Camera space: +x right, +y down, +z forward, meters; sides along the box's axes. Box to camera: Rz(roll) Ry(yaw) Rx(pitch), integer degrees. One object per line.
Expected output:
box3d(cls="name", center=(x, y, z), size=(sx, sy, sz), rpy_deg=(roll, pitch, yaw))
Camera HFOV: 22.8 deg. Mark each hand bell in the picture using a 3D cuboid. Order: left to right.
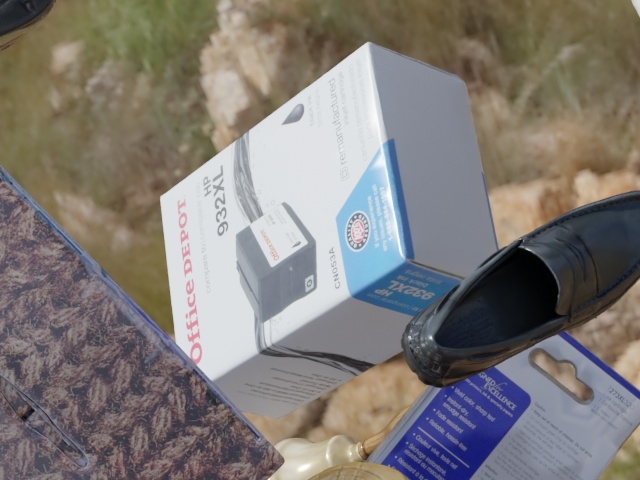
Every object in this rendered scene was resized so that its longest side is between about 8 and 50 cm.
box3d(cls="hand bell", center=(0.059, 0.233, 1.804), size=(0.242, 0.126, 0.126), rpy_deg=(-38, 20, 37))

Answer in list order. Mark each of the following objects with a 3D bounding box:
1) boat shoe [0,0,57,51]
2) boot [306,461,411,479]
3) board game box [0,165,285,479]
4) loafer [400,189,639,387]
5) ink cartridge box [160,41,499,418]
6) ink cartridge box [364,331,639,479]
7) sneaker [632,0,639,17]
box3d(cls="boat shoe", center=(-0.411, -0.198, 1.619), size=(0.324, 0.122, 0.120), rpy_deg=(-26, 1, -11))
box3d(cls="boot", center=(0.046, 0.292, 1.344), size=(0.262, 0.203, 0.095), rpy_deg=(-33, 29, 41))
box3d(cls="board game box", center=(-0.184, 0.057, 0.892), size=(0.141, 0.232, 0.291), rpy_deg=(-44, 20, -7))
box3d(cls="loafer", center=(0.158, 0.031, 1.105), size=(0.223, 0.076, 0.078), rpy_deg=(-30, -8, -16))
box3d(cls="ink cartridge box", center=(0.000, 0.000, 1.441), size=(0.307, 0.129, 0.223), rpy_deg=(-33, 54, 39))
box3d(cls="ink cartridge box", center=(0.131, 0.241, 1.505), size=(0.371, 0.176, 0.069), rpy_deg=(-51, 1, 4))
box3d(cls="sneaker", center=(0.321, -0.170, 1.214), size=(0.087, 0.229, 0.092), rpy_deg=(-42, 50, 27))
